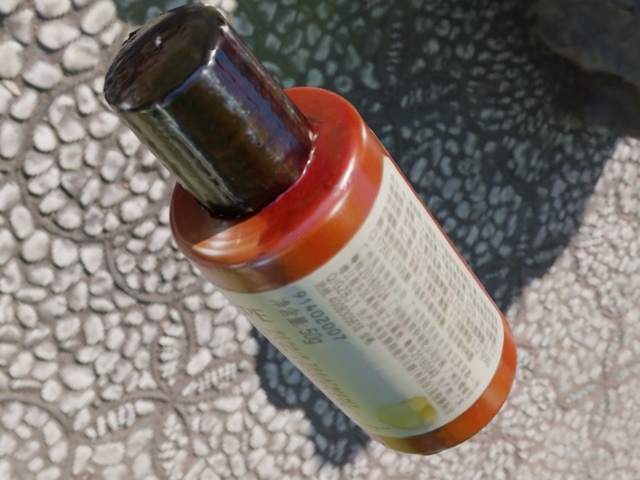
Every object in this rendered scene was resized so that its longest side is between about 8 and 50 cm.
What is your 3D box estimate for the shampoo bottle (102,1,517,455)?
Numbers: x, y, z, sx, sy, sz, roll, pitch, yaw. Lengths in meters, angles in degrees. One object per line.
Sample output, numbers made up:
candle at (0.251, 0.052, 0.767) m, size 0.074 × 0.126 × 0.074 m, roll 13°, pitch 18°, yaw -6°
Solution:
shampoo bottle at (0.000, 0.000, 0.527) m, size 0.104 × 0.104 × 0.278 m, roll -50°, pitch 133°, yaw -10°
